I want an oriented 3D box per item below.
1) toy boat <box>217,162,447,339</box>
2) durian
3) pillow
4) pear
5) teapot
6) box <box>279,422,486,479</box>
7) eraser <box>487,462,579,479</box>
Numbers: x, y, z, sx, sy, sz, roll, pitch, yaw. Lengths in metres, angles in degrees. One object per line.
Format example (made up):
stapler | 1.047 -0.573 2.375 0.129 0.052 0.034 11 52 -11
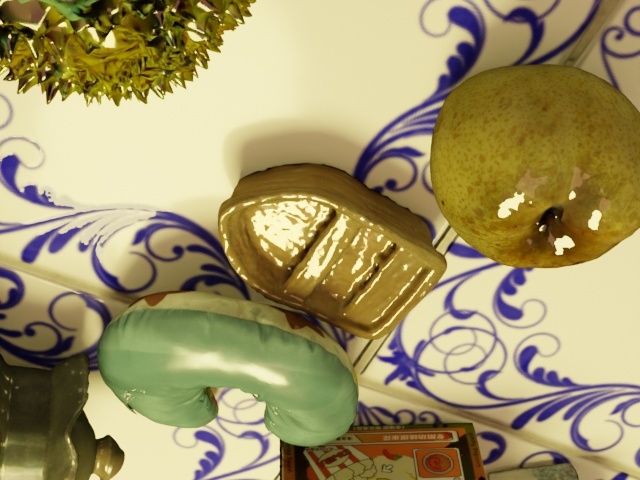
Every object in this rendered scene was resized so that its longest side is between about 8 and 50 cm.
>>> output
toy boat | 0.000 0.000 0.920 0.188 0.061 0.116 27 123 -20
durian | -0.146 -0.200 0.661 0.291 0.225 0.291 -6 132 -7
pillow | -0.082 0.122 0.979 0.233 0.086 0.214 6 144 3
pear | 0.164 -0.054 0.837 0.167 0.136 0.167 4 146 2
teapot | -0.321 0.205 0.973 0.285 0.223 0.305 9 124 -17
box | 0.059 0.282 1.061 0.195 0.177 0.148 -1 128 -1
eraser | 0.255 0.413 1.216 0.096 0.098 0.404 -11 126 6
